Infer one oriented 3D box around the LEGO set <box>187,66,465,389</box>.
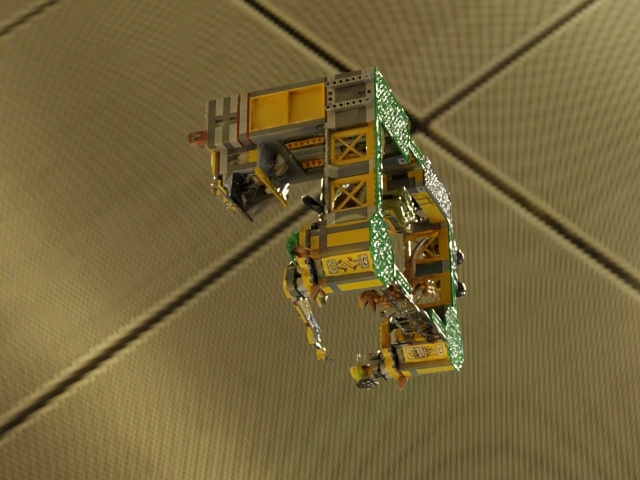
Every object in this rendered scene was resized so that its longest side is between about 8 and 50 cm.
[{"bbox_3d":[0.000,0.000,1.281,0.192,0.331,0.254,-9,-109,19],"label":"LEGO set"}]
